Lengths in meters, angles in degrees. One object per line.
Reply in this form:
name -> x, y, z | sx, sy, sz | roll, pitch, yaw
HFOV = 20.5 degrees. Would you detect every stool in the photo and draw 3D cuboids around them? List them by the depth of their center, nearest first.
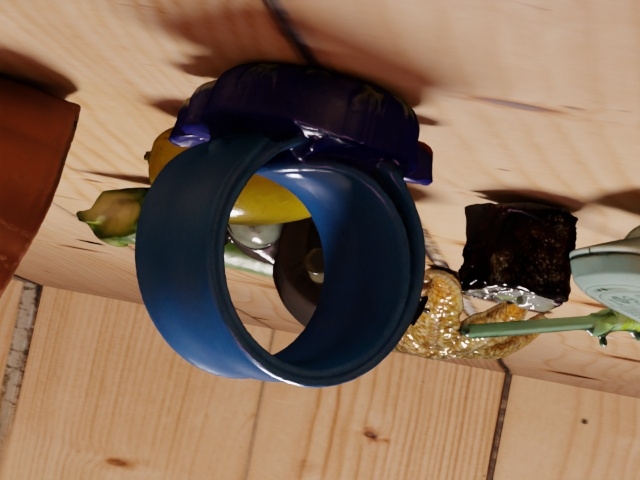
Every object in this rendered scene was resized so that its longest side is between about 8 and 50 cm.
stool -> 0.000, 0.000, 1.521 | 0.217, 0.125, 0.121 | 29, 158, 12

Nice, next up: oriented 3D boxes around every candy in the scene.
candy -> 0.246, 0.072, 1.534 | 0.305, 0.083, 0.091 | -3, -153, -36

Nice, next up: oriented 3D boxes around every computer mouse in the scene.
computer mouse -> 0.337, 0.042, 1.365 | 0.288, 0.097, 0.159 | 25, 172, -14

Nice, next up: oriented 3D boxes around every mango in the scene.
mango -> -0.055, -0.048, 1.366 | 0.161, 0.076, 0.103 | 6, 170, -27

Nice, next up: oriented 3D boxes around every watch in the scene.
watch -> -0.017, -0.004, 1.148 | 0.196, 0.200, 0.171 | 19, 168, -25

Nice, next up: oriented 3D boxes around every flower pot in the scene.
flower pot -> -0.297, -0.057, 1.336 | 0.173, 0.191, 0.190 | 27, 169, -16

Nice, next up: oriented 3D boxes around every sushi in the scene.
sushi -> 0.165, 0.012, 1.438 | 0.098, 0.084, 0.094 | 9, 171, -23

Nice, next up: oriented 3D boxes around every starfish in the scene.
starfish -> 0.143, 0.098, 2.148 | 0.327, 0.094, 0.375 | 20, 164, -40

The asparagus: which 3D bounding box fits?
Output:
asparagus -> -0.078, -0.002, 1.759 | 0.343, 0.082, 0.085 | 15, 167, 3
